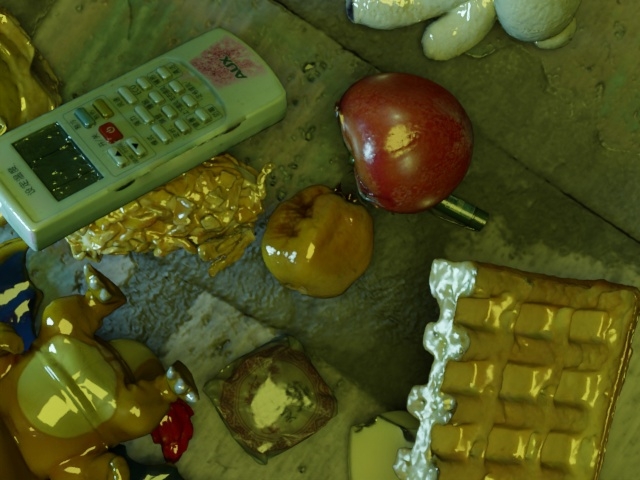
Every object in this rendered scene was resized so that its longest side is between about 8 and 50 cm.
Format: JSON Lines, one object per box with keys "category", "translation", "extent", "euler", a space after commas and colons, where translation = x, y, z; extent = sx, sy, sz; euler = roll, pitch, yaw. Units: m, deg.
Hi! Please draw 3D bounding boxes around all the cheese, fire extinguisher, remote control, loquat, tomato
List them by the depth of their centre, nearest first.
{"category": "remote control", "translation": [-0.206, -0.119, 1.695], "extent": [0.344, 0.050, 0.145], "euler": [-31, 59, -21]}
{"category": "tomato", "translation": [0.100, -0.112, 1.745], "extent": [0.167, 0.167, 0.167], "euler": [0, 94, -4]}
{"category": "loquat", "translation": [0.000, 0.000, 1.770], "extent": [0.137, 0.113, 0.137], "euler": [0, 81, -2]}
{"category": "cheese", "translation": [0.074, 0.320, 1.811], "extent": [0.050, 0.127, 0.256], "euler": [-8, 112, -44]}
{"category": "fire extinguisher", "translation": [0.157, -0.038, 1.820], "extent": [0.083, 0.025, 0.038], "euler": [28, 115, -5]}

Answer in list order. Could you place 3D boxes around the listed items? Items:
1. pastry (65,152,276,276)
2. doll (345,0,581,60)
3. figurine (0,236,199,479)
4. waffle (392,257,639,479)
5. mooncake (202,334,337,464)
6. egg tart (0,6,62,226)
{"category": "pastry", "translation": [-0.173, -0.037, 1.735], "extent": [0.249, 0.154, 0.102], "euler": [-2, 121, -2]}
{"category": "doll", "translation": [0.167, -0.314, 1.766], "extent": [0.278, 0.175, 0.149], "euler": [3, 56, 4]}
{"category": "figurine", "translation": [-0.316, 0.240, 1.691], "extent": [0.387, 0.268, 0.401], "euler": [-40, 100, -3]}
{"category": "waffle", "translation": [0.225, 0.200, 1.753], "extent": [0.304, 0.077, 0.348], "euler": [11, 94, -39]}
{"category": "mooncake", "translation": [-0.056, 0.185, 1.798], "extent": [0.130, 0.073, 0.125], "euler": [-35, 94, -3]}
{"category": "egg tart", "translation": [-0.432, -0.143, 1.730], "extent": [0.290, 0.115, 0.290], "euler": [0, 94, -6]}
